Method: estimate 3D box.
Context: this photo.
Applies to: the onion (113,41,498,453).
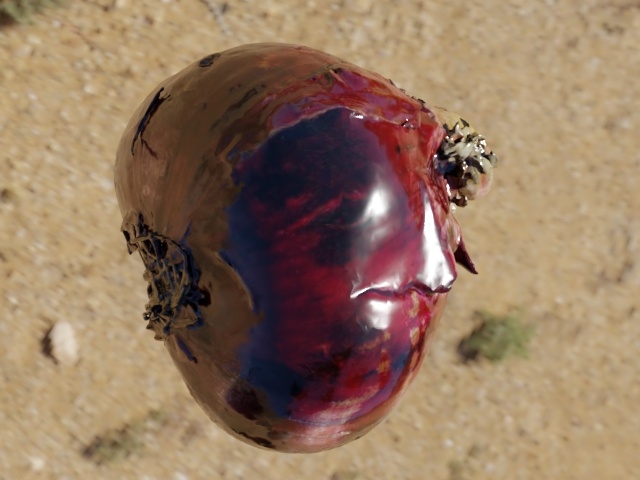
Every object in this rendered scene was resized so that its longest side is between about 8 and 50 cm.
[{"bbox_3d":[-0.017,0.004,1.256,0.281,0.221,0.281,10,65,-23],"label":"onion"}]
